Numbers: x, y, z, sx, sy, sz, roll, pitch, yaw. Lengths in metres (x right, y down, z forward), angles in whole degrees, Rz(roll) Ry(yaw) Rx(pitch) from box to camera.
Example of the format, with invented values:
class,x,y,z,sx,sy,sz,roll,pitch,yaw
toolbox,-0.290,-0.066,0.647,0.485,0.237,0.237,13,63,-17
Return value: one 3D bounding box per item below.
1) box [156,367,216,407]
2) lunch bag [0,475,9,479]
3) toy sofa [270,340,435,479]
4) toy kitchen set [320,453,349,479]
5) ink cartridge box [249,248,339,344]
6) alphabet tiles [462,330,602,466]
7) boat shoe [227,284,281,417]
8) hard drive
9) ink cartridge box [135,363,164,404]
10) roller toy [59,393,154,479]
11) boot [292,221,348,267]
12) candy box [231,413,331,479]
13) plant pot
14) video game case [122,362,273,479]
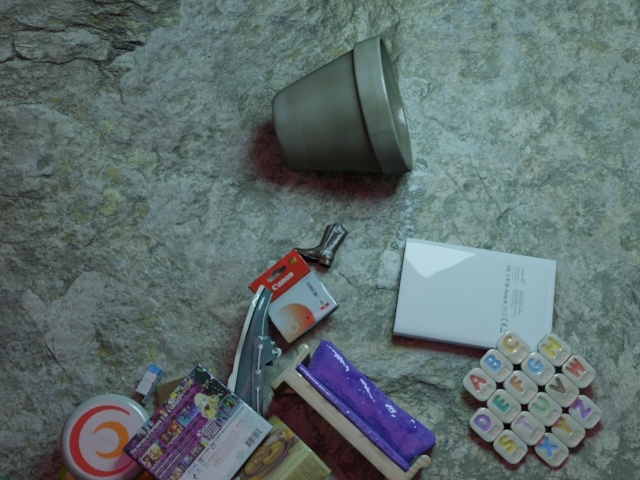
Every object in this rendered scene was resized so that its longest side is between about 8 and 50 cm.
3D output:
class,x,y,z,sx,sy,sz,roll,pitch,yaw
box,-0.281,0.396,1.620,0.165,0.021,0.201,-23,70,28
lunch bag,-0.654,0.601,1.485,0.169,0.235,0.287,-37,75,-8
toy sofa,0.077,0.372,1.598,0.362,0.150,0.177,41,78,13
toy kitchen set,-0.048,0.583,1.576,0.207,0.166,0.122,-27,74,-46
ink cartridge box,-0.065,0.127,1.721,0.145,0.045,0.179,-39,78,3
alphabet tiles,0.469,0.349,1.642,0.278,0.021,0.284,43,85,7
boat shoe,-0.141,0.261,1.663,0.099,0.116,0.319,14,77,-2
hard drive,0.359,0.133,1.728,0.353,0.047,0.232,9,72,3
ink cartridge box,-0.387,0.324,1.672,0.028,0.048,0.083,24,73,8
roller toy,-0.447,0.429,1.588,0.210,0.146,0.191,-5,73,-12
boot,0.000,0.000,1.784,0.107,0.037,0.114,22,70,8
candy box,-0.149,0.528,1.530,0.316,0.183,0.087,-44,118,-12
plant pot,0.048,-0.289,1.762,0.281,0.323,0.323,-13,71,14
video game case,-0.250,0.408,1.530,0.210,0.042,0.232,39,68,5
